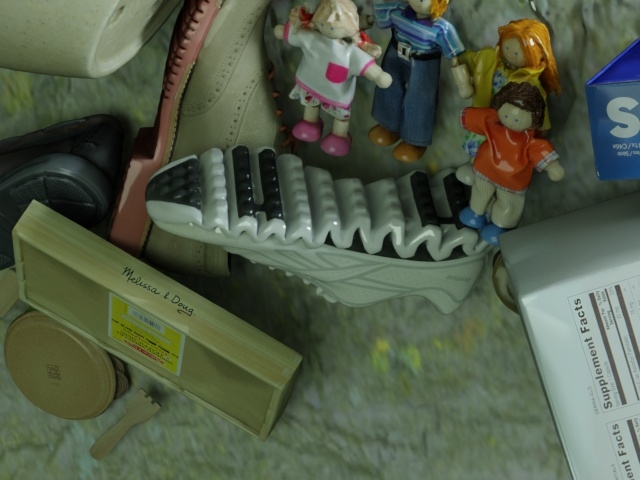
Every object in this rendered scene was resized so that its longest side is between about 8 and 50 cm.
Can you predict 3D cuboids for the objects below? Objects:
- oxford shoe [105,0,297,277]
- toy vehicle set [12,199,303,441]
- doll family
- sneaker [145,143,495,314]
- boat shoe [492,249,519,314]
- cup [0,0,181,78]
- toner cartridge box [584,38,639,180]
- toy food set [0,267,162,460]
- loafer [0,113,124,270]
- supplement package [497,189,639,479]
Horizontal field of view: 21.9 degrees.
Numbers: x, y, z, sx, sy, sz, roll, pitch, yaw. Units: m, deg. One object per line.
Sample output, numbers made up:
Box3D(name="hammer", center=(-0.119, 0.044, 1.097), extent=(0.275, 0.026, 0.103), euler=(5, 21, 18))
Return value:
Box3D(name="oxford shoe", center=(-0.073, -0.124, 1.396), extent=(0.130, 0.123, 0.348), euler=(19, 119, -8))
Box3D(name="toy vehicle set", center=(-0.146, 0.075, 1.453), extent=(0.267, 0.035, 0.166), euler=(30, 157, 4))
Box3D(name="doll family", center=(0.097, -0.129, 1.307), extent=(0.263, 0.118, 0.163), euler=(28, 133, 21))
Box3D(name="sneaker", center=(0.000, 0.000, 1.351), extent=(0.292, 0.110, 0.118), euler=(8, 130, -6))
Box3D(name="boat shoe", center=(0.238, 0.058, 1.323), extent=(0.224, 0.073, 0.080), euler=(26, 103, -6))
Box3D(name="cup", center=(-0.217, -0.261, 1.278), extent=(0.237, 0.331, 0.331), euler=(36, 119, 4))
Box3D(name="toner cartridge box", center=(0.375, -0.105, 1.146), extent=(0.348, 0.165, 0.075), euler=(-2, 108, 26))
Box3D(name="toy food set", center=(-0.244, 0.115, 1.592), extent=(0.192, 0.038, 0.132), euler=(44, 127, -3))
Box3D(name="loafer", center=(-0.293, -0.042, 1.535), extent=(0.303, 0.095, 0.109), euler=(-14, 131, 37))
Box3D(name="supplement package", center=(0.285, 0.067, 1.182), extent=(0.263, 0.199, 0.198), euler=(-17, 101, 5))
